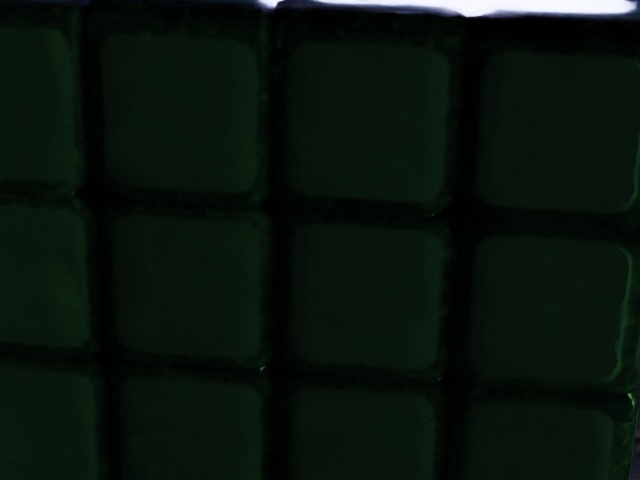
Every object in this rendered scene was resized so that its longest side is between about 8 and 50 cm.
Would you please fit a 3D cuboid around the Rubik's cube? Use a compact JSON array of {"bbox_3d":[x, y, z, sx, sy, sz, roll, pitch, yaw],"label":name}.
[{"bbox_3d":[0.000,0.000,0.712,0.337,0.344,0.344,-75,167,-68],"label":"Rubik's cube"}]
